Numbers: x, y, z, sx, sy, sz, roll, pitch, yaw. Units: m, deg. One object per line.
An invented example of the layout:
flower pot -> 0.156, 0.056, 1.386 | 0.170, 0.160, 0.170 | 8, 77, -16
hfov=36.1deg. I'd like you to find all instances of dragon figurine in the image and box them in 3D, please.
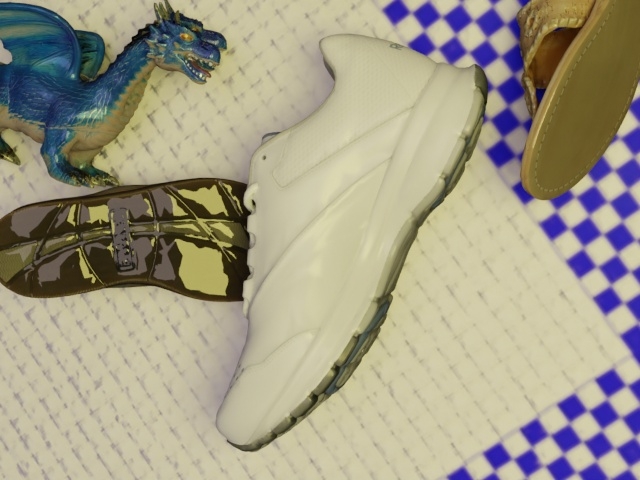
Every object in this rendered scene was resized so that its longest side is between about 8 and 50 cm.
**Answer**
dragon figurine -> -0.207, -0.122, 0.711 | 0.289, 0.085, 0.144 | 13, 95, 11

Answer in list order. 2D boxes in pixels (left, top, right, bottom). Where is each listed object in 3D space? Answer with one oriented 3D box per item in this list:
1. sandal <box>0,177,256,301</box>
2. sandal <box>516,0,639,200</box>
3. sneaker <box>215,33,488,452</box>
sandal -> -0.122, 0.003, 0.705 | 0.219, 0.060, 0.090 | -6, 96, -5
sandal -> 0.170, -0.143, 0.645 | 0.079, 0.088, 0.240 | 28, 91, 42
sneaker -> 0.000, 0.000, 0.662 | 0.129, 0.111, 0.297 | 27, 89, 9
